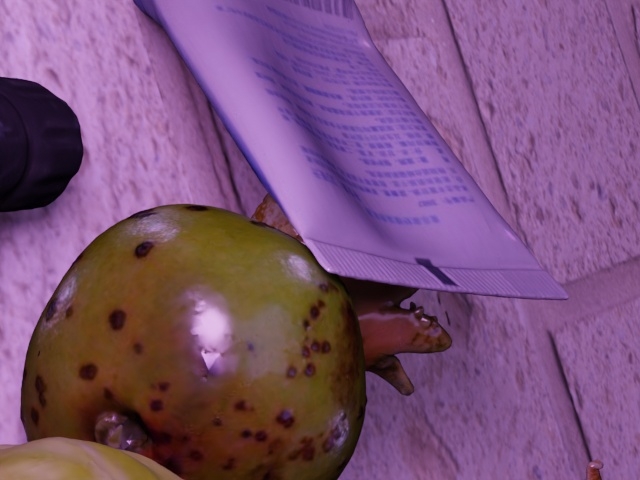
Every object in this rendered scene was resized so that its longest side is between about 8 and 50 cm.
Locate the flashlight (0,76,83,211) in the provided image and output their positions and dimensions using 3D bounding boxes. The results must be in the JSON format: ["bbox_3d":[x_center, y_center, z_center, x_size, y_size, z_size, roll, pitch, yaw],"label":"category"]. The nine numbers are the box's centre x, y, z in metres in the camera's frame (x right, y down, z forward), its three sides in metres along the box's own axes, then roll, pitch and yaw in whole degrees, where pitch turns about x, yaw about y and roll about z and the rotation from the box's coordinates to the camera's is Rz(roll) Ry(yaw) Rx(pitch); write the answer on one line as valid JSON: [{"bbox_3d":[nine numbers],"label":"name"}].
[{"bbox_3d":[-0.241,-0.051,0.832,0.424,0.103,0.103,-20,90,-76],"label":"flashlight"}]

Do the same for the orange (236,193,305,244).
[{"bbox_3d":[0.000,0.000,1.185,0.134,0.156,0.156,40,24,30],"label":"orange"}]

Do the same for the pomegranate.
[{"bbox_3d":[-0.053,0.099,1.008,0.286,0.231,0.231,14,64,-50],"label":"pomegranate"}]

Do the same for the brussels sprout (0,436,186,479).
[{"bbox_3d":[-0.158,0.239,0.783,0.328,0.247,0.328,-14,116,-31],"label":"brussels sprout"}]

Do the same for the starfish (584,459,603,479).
[{"bbox_3d":[0.284,0.324,1.479,0.295,0.048,0.231,6,80,-49],"label":"starfish"}]

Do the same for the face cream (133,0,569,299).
[{"bbox_3d":[-0.004,-0.115,1.115,0.235,0.137,0.420,9,37,-44],"label":"face cream"}]
